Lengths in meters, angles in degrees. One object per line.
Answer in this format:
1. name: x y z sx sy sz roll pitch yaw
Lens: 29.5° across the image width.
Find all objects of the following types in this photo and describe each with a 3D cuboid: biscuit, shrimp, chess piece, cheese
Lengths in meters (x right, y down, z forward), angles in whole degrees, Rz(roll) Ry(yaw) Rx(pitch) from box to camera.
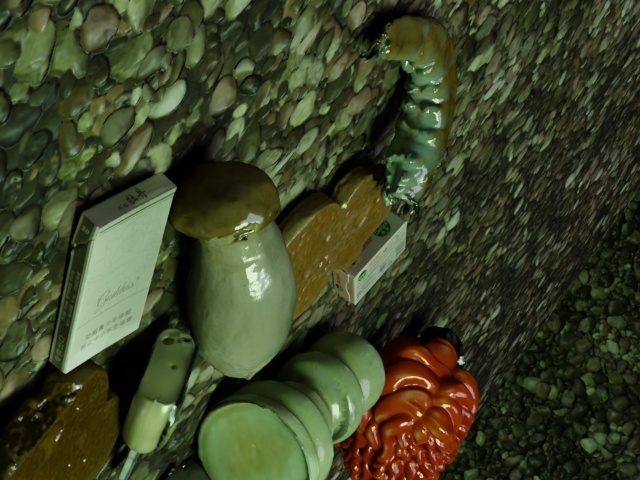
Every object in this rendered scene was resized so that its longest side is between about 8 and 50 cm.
1. biscuit: -0.001 -0.001 1.567 0.289 0.044 0.202 -45 156 -31
2. shrimp: 0.119 -0.180 1.490 0.185 0.068 0.287 -60 157 -30
3. chess piece: -0.018 0.240 1.757 0.330 0.182 0.182 -37 154 -55
4. biscuit: -0.285 0.218 1.210 0.320 0.047 0.183 -42 150 -62
5. cheese: -0.201 0.210 1.402 0.251 0.054 0.127 118 -10 -47

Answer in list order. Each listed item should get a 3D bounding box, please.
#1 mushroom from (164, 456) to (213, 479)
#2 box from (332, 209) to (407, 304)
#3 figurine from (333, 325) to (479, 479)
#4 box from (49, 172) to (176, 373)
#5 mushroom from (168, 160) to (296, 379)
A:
1. mushroom: -0.193 0.395 1.677 0.188 0.117 0.141 -49 171 -30
2. box: 0.072 0.022 1.771 0.125 0.043 0.089 -47 159 -22
3. figurine: 0.168 0.295 2.207 0.306 0.241 0.412 -52 172 15
4. box: -0.202 0.033 1.175 0.109 0.029 0.198 -34 152 -47
5. mushroom: -0.090 0.040 1.312 0.128 0.128 0.350 -46 155 -24
